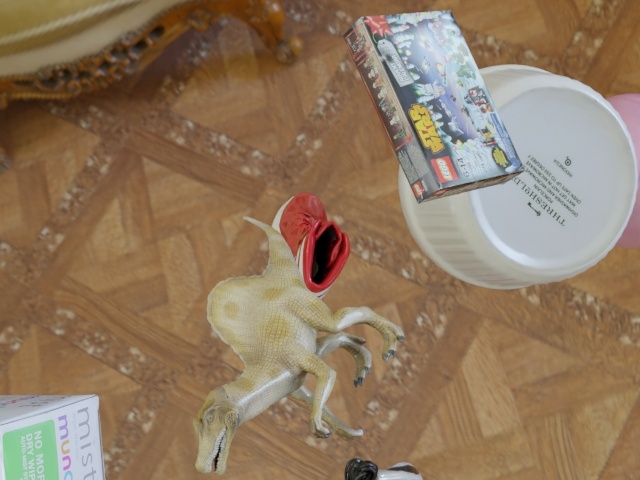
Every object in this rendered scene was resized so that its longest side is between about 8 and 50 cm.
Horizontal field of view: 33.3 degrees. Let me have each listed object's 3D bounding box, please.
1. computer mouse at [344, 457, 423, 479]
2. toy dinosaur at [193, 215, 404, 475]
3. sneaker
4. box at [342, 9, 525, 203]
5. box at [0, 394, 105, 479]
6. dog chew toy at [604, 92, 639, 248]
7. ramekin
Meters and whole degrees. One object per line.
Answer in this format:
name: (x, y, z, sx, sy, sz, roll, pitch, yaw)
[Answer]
computer mouse: (0.073, 0.281, 1.166, 0.042, 0.193, 0.106, 17, 94, 29)
toy dinosaur: (-0.011, 0.040, 0.524, 0.093, 0.053, 0.183, 25, 36, -10)
sneaker: (0.000, 0.000, 1.272, 0.128, 0.087, 0.221, -48, 27, 39)
box: (0.082, -0.099, 0.770, 0.027, 0.094, 0.137, -36, 73, 50)
box: (-0.276, 0.250, 0.782, 0.231, 0.127, 0.262, -3, 91, 24)
dog chew toy: (0.479, -0.118, 1.457, 0.332, 0.206, 0.206, -22, 58, -26)
ramekin: (0.238, -0.071, 1.231, 0.273, 0.127, 0.272, -1, 95, -16)
